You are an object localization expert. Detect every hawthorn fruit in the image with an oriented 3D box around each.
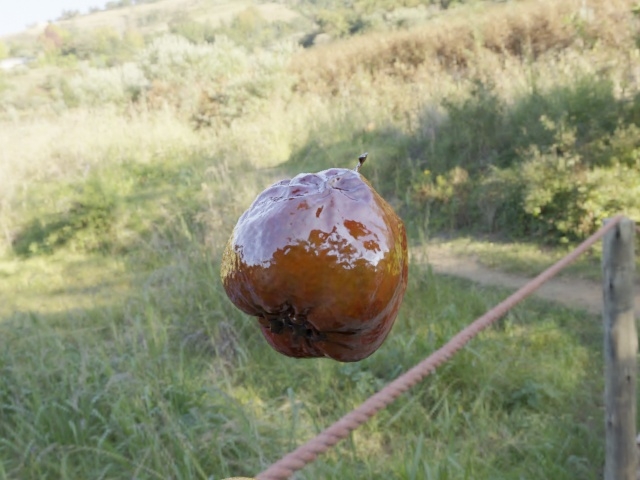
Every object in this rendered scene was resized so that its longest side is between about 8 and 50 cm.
[{"bbox_3d":[0.007,0.000,0.767,0.207,0.207,0.243,-1,54,35],"label":"hawthorn fruit"}]

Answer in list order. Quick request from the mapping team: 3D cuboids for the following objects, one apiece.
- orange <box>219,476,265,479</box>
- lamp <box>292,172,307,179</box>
[{"bbox_3d":[-0.133,0.534,1.206,0.264,0.264,0.264,-8,11,2],"label":"orange"},{"bbox_3d":[0.000,0.000,1.622,0.247,0.301,0.247,-41,11,9],"label":"lamp"}]
